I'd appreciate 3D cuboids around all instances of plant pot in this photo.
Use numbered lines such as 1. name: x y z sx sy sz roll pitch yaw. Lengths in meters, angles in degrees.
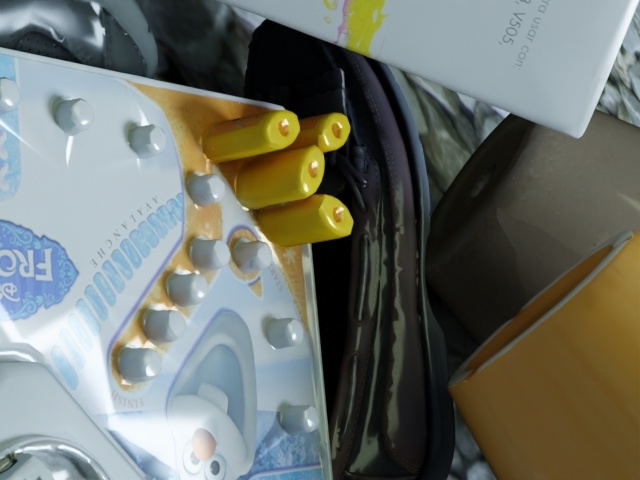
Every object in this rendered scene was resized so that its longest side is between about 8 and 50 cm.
1. plant pot: 0.173 0.105 0.664 0.188 0.205 0.205 49 34 2
2. plant pot: 0.194 0.027 0.865 0.229 0.263 0.263 35 39 -8

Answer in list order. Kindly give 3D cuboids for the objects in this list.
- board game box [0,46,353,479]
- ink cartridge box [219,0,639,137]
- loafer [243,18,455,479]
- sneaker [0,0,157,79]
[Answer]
1. board game box: -0.100 0.113 0.470 0.390 0.050 0.390 5 77 -53
2. ink cartridge box: 0.043 -0.156 0.662 0.353 0.119 0.207 20 14 -5
3. loafer: 0.000 0.000 0.718 0.095 0.109 0.302 8 65 -46
4. sneaker: -0.209 -0.090 0.515 0.341 0.125 0.140 18 80 -49
